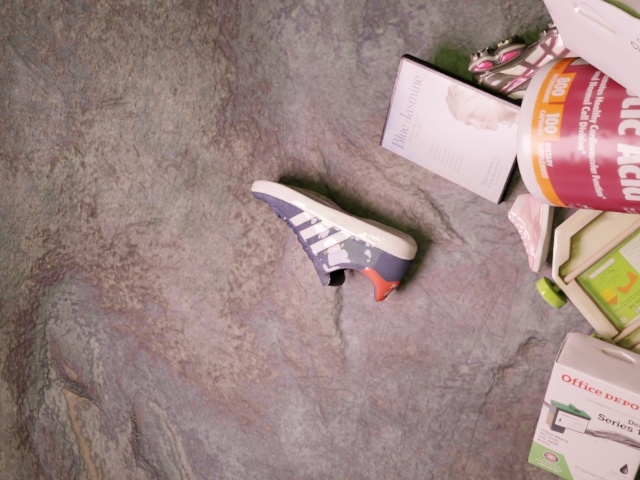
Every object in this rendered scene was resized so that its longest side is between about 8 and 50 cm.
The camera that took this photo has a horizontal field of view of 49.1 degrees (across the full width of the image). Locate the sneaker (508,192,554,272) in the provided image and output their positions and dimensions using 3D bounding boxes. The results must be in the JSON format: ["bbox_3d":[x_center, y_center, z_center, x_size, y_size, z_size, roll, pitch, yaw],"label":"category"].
[{"bbox_3d":[0.348,-0.016,1.174,0.070,0.051,0.134,8,94,29],"label":"sneaker"}]

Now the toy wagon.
[{"bbox_3d":[0.519,0.082,1.079,0.267,0.068,0.344,-44,74,24],"label":"toy wagon"}]

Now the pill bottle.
[{"bbox_3d":[0.484,-0.138,0.924,0.392,0.224,0.224,10,99,46],"label":"pill bottle"}]

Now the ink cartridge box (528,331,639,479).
[{"bbox_3d":[0.429,0.273,1.087,0.160,0.092,0.220,19,126,26],"label":"ink cartridge box"}]

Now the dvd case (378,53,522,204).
[{"bbox_3d":[0.227,-0.192,1.204,0.253,0.022,0.180,31,131,24],"label":"dvd case"}]

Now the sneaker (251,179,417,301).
[{"bbox_3d":[0.000,0.000,1.316,0.350,0.131,0.148,27,101,24],"label":"sneaker"}]

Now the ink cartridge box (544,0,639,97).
[{"bbox_3d":[0.486,-0.345,0.809,0.384,0.160,0.279,-35,39,8],"label":"ink cartridge box"}]

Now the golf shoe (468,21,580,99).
[{"bbox_3d":[0.378,-0.292,1.123,0.272,0.105,0.120,-16,101,34],"label":"golf shoe"}]
